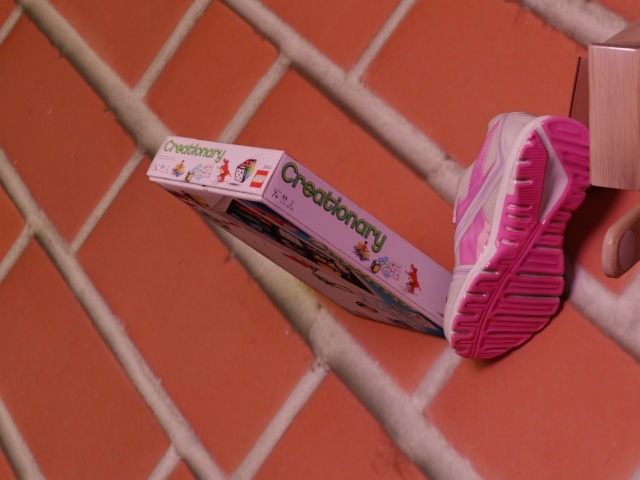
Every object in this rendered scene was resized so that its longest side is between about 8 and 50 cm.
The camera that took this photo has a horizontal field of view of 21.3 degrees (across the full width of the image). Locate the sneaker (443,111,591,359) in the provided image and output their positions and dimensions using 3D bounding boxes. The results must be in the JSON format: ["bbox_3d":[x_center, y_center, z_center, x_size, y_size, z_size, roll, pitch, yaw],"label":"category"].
[{"bbox_3d":[0.175,-0.010,1.608,0.111,0.103,0.252,47,120,60],"label":"sneaker"}]

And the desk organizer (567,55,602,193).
[{"bbox_3d":[0.270,-0.115,1.636,0.050,0.047,0.130,-9,59,43],"label":"desk organizer"}]

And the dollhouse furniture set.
[{"bbox_3d":[0.401,-0.086,1.306,0.355,0.174,0.303,10,116,31],"label":"dollhouse furniture set"}]

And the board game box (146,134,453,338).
[{"bbox_3d":[0.000,0.000,1.652,0.193,0.305,0.053,12,71,51],"label":"board game box"}]
